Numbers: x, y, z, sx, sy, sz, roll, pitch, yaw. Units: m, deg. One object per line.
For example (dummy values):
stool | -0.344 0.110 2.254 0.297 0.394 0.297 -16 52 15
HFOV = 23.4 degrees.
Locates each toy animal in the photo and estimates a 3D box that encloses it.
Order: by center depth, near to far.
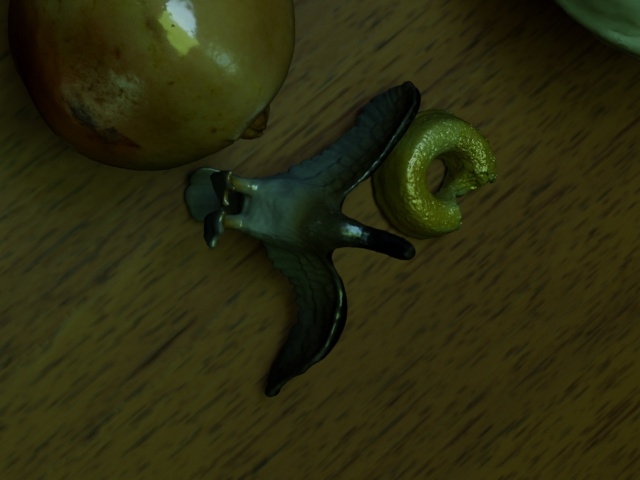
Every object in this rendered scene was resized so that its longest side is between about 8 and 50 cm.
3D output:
toy animal | -0.012 -0.002 1.156 0.160 0.197 0.272 14 95 -19

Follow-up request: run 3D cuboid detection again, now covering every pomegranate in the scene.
pomegranate | -0.120 -0.151 1.089 0.209 0.209 0.209 -2 96 -21

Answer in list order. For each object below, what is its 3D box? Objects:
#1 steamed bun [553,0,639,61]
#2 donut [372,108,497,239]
steamed bun | 0.262 -0.290 1.209 0.394 0.237 0.346 24 59 -42
donut | 0.094 -0.055 1.264 0.097 0.043 0.108 36 78 -21
